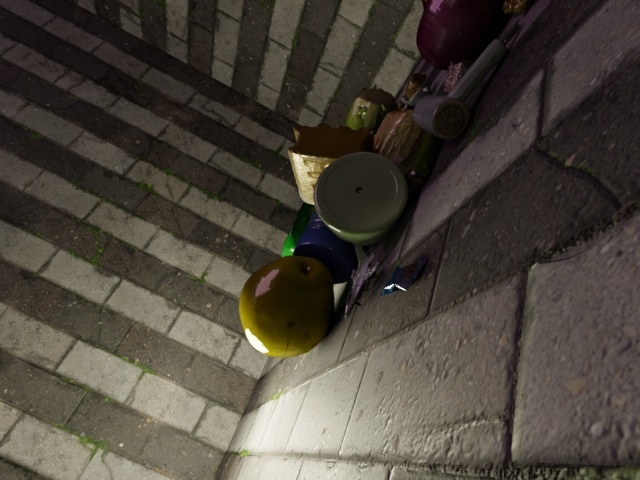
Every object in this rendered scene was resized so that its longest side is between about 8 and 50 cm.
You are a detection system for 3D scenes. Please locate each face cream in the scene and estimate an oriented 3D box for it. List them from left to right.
[{"bbox_3d":[0.042,0.015,1.607,0.225,0.248,0.249,-65,5,-36],"label":"face cream"}]

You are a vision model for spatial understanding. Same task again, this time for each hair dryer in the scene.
[{"bbox_3d":[0.414,-0.444,1.102,0.357,0.107,0.173,-49,22,15],"label":"hair dryer"}]

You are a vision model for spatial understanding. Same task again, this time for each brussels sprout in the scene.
[{"bbox_3d":[0.278,-0.588,2.063,0.315,0.275,0.371,-49,-27,-9],"label":"brussels sprout"}]

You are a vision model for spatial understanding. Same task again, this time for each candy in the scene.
[{"bbox_3d":[0.189,0.088,0.923,0.088,0.038,0.136,-50,7,-23],"label":"candy"},{"bbox_3d":[0.433,-0.501,1.251,0.095,0.085,0.110,-101,28,-73],"label":"candy"}]

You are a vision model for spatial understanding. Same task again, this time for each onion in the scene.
[{"bbox_3d":[0.437,-0.754,1.342,0.358,0.344,0.359,-4,-90,-84],"label":"onion"}]

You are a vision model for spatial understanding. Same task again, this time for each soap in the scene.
[{"bbox_3d":[0.050,-0.268,1.504,0.335,0.293,0.156,79,-159,-62],"label":"soap"}]

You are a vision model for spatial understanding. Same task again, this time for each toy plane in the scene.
[{"bbox_3d":[0.126,0.126,1.220,0.160,0.082,0.234,152,132,-64],"label":"toy plane"}]

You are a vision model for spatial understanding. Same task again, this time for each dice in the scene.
[{"bbox_3d":[0.000,0.000,1.905,0.287,0.299,0.297,119,175,-64],"label":"dice"}]

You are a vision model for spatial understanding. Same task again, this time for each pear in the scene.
[{"bbox_3d":[-0.127,0.248,1.516,0.419,0.362,0.362,-62,4,31],"label":"pear"}]

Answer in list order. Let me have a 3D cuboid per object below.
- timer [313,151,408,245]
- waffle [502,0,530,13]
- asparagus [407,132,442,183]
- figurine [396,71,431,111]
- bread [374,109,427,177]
[{"bbox_3d":[0.142,-0.090,1.354,0.291,0.290,0.315,-64,-18,-19],"label":"timer"},{"bbox_3d":[0.589,-0.739,1.064,0.291,0.051,0.291,-64,5,9],"label":"waffle"},{"bbox_3d":[0.343,-0.295,1.244,0.067,0.060,0.278,79,-144,-72],"label":"asparagus"},{"bbox_3d":[0.446,-0.678,1.925,0.194,0.133,0.274,-47,-12,-23],"label":"figurine"},{"bbox_3d":[0.291,-0.358,1.503,0.375,0.165,0.237,-85,20,-74],"label":"bread"}]
